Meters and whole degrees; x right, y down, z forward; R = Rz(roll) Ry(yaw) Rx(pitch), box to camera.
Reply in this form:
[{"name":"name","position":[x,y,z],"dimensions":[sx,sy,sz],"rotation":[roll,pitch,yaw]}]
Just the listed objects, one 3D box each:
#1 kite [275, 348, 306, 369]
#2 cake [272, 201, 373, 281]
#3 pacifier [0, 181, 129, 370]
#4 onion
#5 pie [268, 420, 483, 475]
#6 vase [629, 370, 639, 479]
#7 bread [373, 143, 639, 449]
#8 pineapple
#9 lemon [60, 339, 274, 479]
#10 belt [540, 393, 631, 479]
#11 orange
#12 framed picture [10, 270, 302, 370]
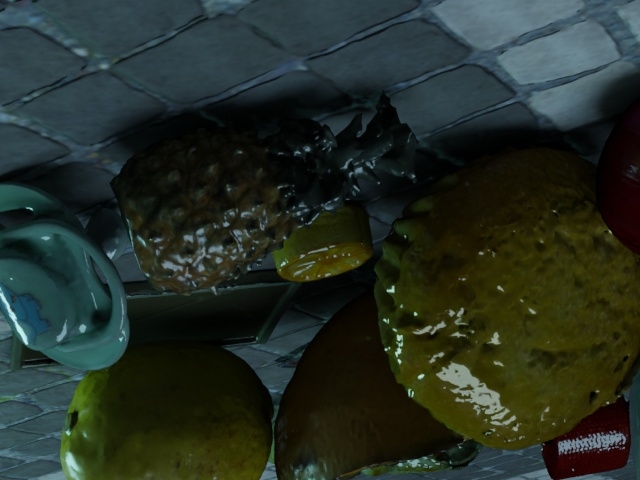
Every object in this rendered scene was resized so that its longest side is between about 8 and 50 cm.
[{"name":"kite","position":[0.086,0.131,1.500],"dimensions":[0.152,0.015,0.285],"rotation":[-22,156,34]},{"name":"cake","position":[0.000,0.000,1.050],"dimensions":[0.084,0.044,0.084],"rotation":[-11,161,-4]},{"name":"pacifier","position":[-0.170,0.014,0.928],"dimensions":[0.126,0.150,0.116],"rotation":[-14,-159,40]},{"name":"onion","position":[0.252,-0.047,0.941],"dimensions":[0.131,0.131,0.131],"rotation":[-10,160,-3]},{"name":"pie","position":[0.066,0.241,1.657],"dimensions":[0.274,0.106,0.257],"rotation":[-3,169,-12]},{"name":"vase","position":[0.372,0.177,1.477],"dimensions":[0.086,0.214,0.086],"rotation":[-7,159,-3]},{"name":"bread","position":[0.142,0.037,1.019],"dimensions":[0.239,0.240,0.139],"rotation":[2,-166,-32]},{"name":"pineapple","position":[-0.030,-0.034,0.868],"dimensions":[0.197,0.108,0.108],"rotation":[-18,160,0]},{"name":"lemon","position":[-0.136,0.175,1.222],"dimensions":[0.207,0.170,0.170],"rotation":[0,157,-27]},{"name":"belt","position":[0.354,0.244,1.778],"dimensions":[0.124,0.128,0.201],"rotation":[-10,159,1]},{"name":"orange","position":[0.100,0.154,1.228],"dimensions":[0.310,0.274,0.274],"rotation":[-47,180,-32]},{"name":"framed picture","position":[-0.153,0.073,1.212],"dimensions":[0.249,0.016,0.184],"rotation":[-6,159,-16]}]
